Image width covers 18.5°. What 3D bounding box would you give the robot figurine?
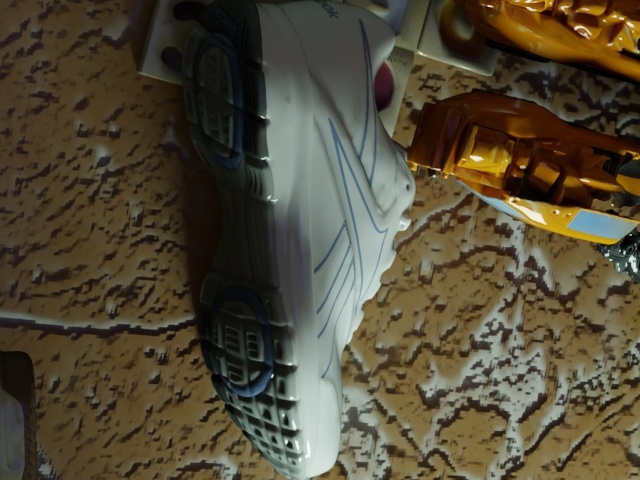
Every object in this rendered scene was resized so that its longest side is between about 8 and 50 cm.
[{"bbox_3d":[0.199,-0.079,1.238,0.291,0.085,0.211,13,94,-29],"label":"robot figurine"}]

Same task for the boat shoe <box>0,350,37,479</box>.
[{"bbox_3d":[-0.209,0.190,1.113,0.095,0.095,0.257,0,93,-10],"label":"boat shoe"}]

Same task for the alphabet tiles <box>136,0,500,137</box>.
[{"bbox_3d":[0.013,-0.243,1.173,0.285,0.011,0.343,14,93,-26],"label":"alphabet tiles"}]

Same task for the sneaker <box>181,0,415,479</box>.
[{"bbox_3d":[0.000,0.000,1.154,0.129,0.111,0.297,-11,110,-31],"label":"sneaker"}]
